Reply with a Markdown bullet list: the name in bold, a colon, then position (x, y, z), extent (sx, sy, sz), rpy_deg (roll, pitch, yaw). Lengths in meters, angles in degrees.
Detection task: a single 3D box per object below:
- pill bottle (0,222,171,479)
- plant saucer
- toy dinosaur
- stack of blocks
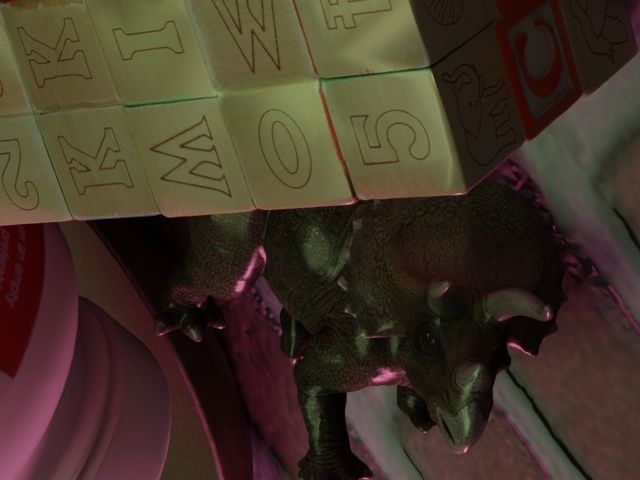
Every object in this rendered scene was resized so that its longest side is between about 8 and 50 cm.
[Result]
- **pill bottle**: position (-0.259, 0.018, 0.859), extent (0.229, 0.229, 0.408), rpy_deg (21, 165, 48)
- **plant saucer**: position (-0.132, 0.072, 1.122), extent (0.310, 0.050, 0.310), rpy_deg (37, 142, 37)
- **toy dinosaur**: position (0.000, 0.000, 0.826), extent (0.313, 0.121, 0.160), rpy_deg (41, 133, 39)
- **stack of blocks**: position (-0.039, -0.081, 0.724), extent (0.297, 0.171, 0.087), rpy_deg (-3, 114, 38)
